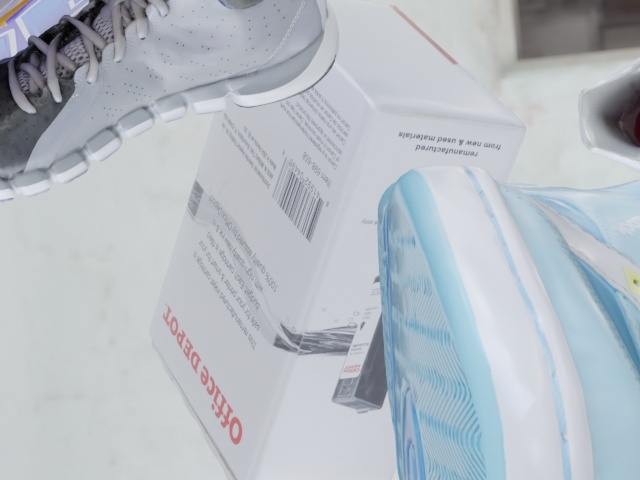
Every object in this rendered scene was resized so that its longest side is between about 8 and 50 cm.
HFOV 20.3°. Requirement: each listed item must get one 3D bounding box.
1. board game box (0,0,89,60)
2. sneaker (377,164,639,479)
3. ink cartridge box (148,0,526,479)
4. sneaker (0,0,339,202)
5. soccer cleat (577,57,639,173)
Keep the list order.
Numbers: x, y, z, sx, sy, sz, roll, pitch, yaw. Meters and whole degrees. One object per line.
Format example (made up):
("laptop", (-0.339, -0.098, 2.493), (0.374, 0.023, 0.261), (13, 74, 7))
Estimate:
("board game box", (-0.303, -0.224, 0.892), (0.356, 0.356, 0.356), (51, 170, 0))
("sneaker", (0.125, 0.029, 0.588), (0.319, 0.208, 0.127), (-89, -3, -80))
("ink cartridge box", (0.000, 0.000, 1.155), (0.197, 0.114, 0.273), (52, 129, 52))
("sneaker", (-0.103, -0.109, 0.843), (0.086, 0.228, 0.132), (57, 162, 37))
("soccer cleat", (0.327, -0.104, 1.222), (0.143, 0.331, 0.116), (2, -104, -47))
